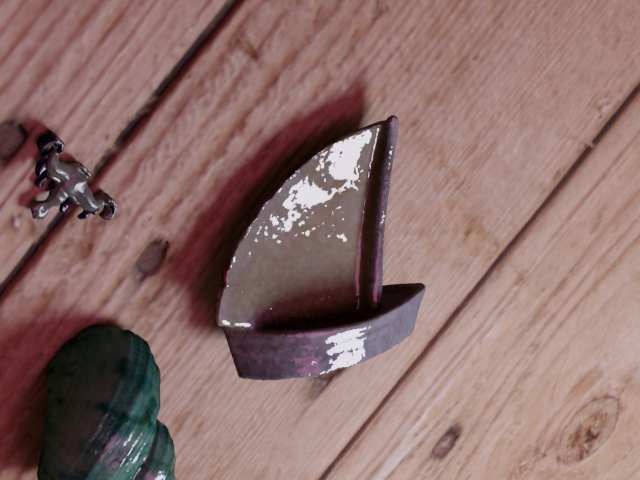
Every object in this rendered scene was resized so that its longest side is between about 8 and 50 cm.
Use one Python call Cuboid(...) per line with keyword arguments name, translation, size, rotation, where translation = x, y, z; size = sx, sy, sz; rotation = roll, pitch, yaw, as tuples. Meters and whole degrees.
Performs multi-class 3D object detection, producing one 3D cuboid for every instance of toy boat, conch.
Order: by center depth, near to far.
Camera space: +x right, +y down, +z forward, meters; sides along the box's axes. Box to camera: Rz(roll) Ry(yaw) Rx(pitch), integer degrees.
Cuboid(name="conch", translation=(-0.227, 0.221, 2.076), size=(0.196, 0.134, 0.202), rotation=(-40, 135, -8))
Cuboid(name="toy boat", translation=(-0.011, 0.031, 2.158), size=(0.276, 0.111, 0.294), rotation=(-28, 121, -22))

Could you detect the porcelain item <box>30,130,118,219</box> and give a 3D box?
Cuboid(name="porcelain item", translation=(-0.269, -0.049, 1.936), size=(0.075, 0.021, 0.136), rotation=(-43, 137, -7))
